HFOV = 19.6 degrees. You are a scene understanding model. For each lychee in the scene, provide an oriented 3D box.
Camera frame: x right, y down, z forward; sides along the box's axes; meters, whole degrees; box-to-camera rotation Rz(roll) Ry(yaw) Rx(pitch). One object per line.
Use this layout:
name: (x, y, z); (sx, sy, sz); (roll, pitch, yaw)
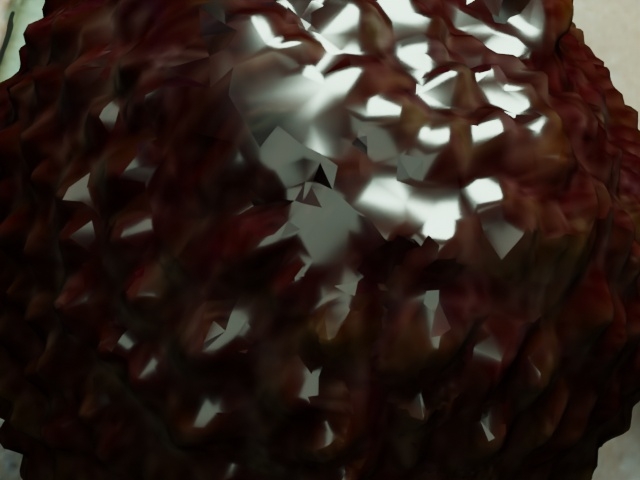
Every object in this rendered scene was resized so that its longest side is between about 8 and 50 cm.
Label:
lychee: (0.000, 0.000, 0.769); (0.306, 0.306, 0.330); (44, 110, 11)
